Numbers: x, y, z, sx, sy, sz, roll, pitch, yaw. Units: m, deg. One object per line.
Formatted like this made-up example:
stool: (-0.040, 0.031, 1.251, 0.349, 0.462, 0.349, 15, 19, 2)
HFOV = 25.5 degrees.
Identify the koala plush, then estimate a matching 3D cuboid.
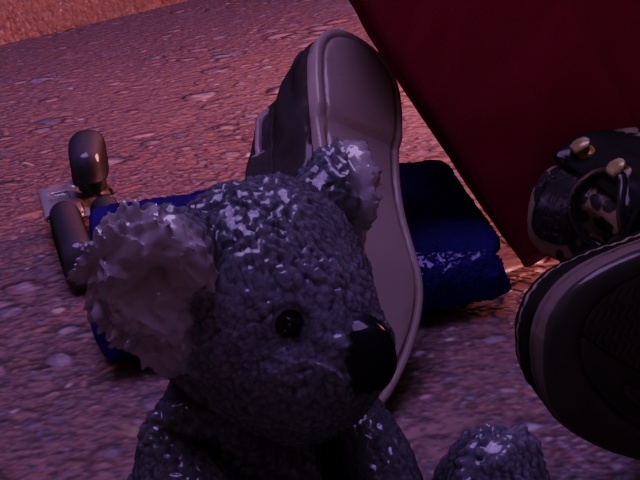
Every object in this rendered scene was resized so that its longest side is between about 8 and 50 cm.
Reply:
koala plush: (-0.024, 0.069, 0.658, 0.196, 0.221, 0.203, -23, 22, -39)

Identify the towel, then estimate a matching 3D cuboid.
towel: (-0.027, 0.018, 1.100, 0.308, 0.076, 0.227, -9, 24, -5)

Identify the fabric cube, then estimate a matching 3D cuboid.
fabric cube: (0.174, -0.187, 1.108, 0.259, 0.258, 0.254, -33, 24, 4)

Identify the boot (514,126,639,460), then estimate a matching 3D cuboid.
boot: (0.224, 0.014, 0.870, 0.377, 0.138, 0.284, -12, 18, -26)

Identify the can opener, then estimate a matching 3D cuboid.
can opener: (-0.220, -0.029, 1.311, 0.074, 0.093, 0.280, -10, 22, -11)

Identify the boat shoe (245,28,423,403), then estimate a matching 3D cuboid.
boat shoe: (0.000, 0.000, 0.969, 0.112, 0.095, 0.335, 25, 46, -24)
